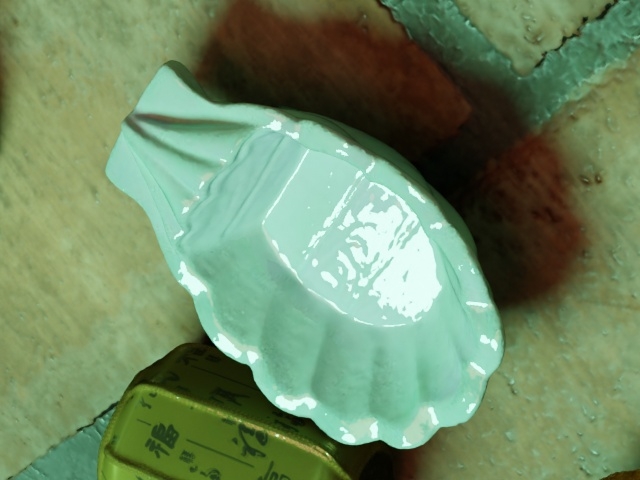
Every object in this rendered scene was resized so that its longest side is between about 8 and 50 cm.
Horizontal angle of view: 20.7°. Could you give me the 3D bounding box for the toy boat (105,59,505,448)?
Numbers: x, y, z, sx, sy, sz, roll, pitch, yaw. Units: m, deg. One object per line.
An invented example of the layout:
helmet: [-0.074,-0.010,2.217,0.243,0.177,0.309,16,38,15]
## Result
toy boat: [0.000,0.000,1.121,0.290,0.100,0.199,40,123,7]

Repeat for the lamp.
lamp: [-0.052,0.162,1.203,0.185,0.161,0.161,15,121,19]

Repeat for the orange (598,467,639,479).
orange: [0.220,0.232,1.081,0.193,0.161,0.193,24,131,31]
